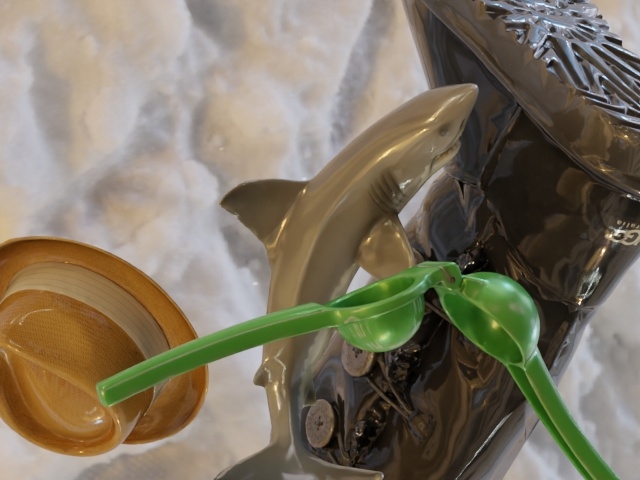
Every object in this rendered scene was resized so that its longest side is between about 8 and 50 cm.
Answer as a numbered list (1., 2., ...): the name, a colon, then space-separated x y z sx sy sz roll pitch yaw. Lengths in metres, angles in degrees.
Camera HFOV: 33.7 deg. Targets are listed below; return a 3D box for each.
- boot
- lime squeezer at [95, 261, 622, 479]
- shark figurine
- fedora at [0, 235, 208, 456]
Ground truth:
1. boot: 0.081 0.012 0.854 0.146 0.367 0.445 7 125 -23
2. lime squeezer: 0.046 0.060 0.545 0.310 0.059 0.110 16 101 -24
3. shark figurine: -0.017 0.022 0.651 0.116 0.166 0.278 30 71 -27
4. fedora: -0.177 0.091 0.745 0.194 0.194 0.079 55 30 -22
